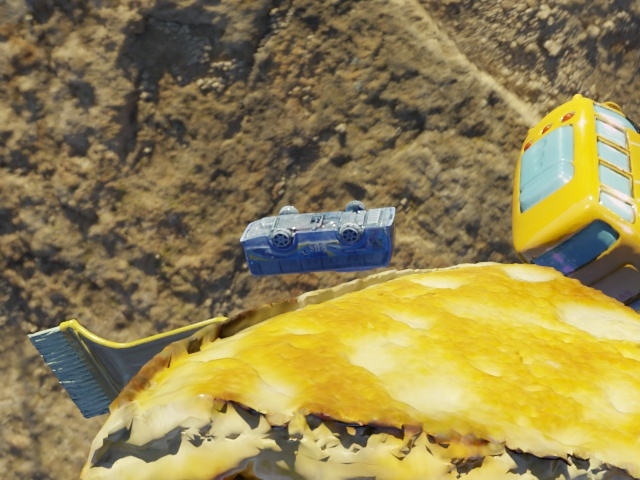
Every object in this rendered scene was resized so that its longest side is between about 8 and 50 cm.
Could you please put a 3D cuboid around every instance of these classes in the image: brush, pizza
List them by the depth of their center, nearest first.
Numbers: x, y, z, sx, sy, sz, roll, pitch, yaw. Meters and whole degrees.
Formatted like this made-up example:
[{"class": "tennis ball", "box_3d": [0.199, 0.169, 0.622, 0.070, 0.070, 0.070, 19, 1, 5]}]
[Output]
[{"class": "pizza", "box_3d": [0.136, 0.123, 0.466, 0.406, 0.440, 0.130, 19, 107, 29]}, {"class": "brush", "box_3d": [-0.126, 0.082, 0.612, 0.205, 0.011, 0.083, -17, 110, 37]}]

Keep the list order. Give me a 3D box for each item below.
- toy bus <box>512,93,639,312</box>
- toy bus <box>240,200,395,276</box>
[{"class": "toy bus", "box_3d": [0.249, -0.037, 0.797, 0.136, 0.209, 0.126, 34, 133, -18]}, {"class": "toy bus", "box_3d": [0.001, 0.000, 1.331, 0.237, 0.079, 0.094, -4, 122, 13]}]
